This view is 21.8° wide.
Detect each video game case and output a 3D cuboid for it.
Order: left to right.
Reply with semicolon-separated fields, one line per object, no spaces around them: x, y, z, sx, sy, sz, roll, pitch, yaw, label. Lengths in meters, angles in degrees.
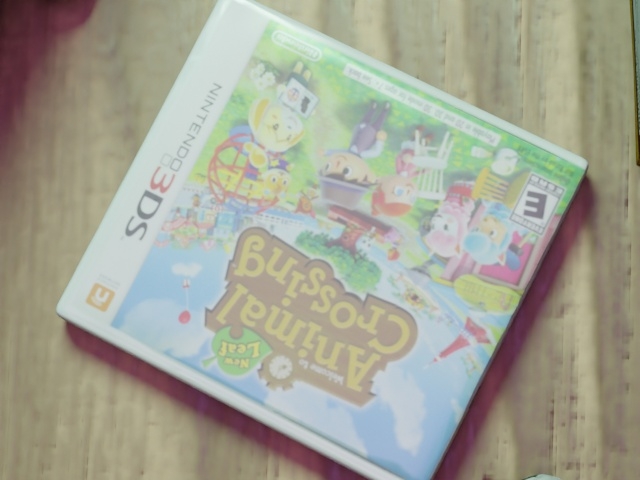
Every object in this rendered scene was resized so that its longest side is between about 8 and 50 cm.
0.000;0.000;0.851;0.212;0.023;0.193;27;86;8;video game case

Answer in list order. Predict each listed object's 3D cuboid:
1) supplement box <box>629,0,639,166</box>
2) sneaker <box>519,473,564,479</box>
0.243;-0.117;0.755;0.191;0.194;0.129;-2;82;6;supplement box
0.016;0.247;0.765;0.124;0.180;0.321;48;52;-22;sneaker
